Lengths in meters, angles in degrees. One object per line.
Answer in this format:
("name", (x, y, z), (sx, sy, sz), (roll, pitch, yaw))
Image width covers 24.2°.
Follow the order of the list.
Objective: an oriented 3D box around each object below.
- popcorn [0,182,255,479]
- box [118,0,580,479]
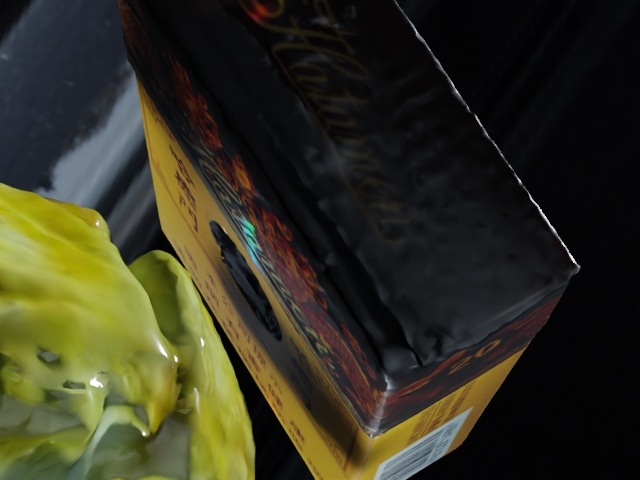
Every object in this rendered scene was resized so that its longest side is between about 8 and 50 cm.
("popcorn", (-0.132, 0.068, 0.584), (0.221, 0.204, 0.184), (31, -88, -27))
("box", (0.001, 0.000, 0.886), (0.115, 0.264, 0.415), (-29, -14, -11))
